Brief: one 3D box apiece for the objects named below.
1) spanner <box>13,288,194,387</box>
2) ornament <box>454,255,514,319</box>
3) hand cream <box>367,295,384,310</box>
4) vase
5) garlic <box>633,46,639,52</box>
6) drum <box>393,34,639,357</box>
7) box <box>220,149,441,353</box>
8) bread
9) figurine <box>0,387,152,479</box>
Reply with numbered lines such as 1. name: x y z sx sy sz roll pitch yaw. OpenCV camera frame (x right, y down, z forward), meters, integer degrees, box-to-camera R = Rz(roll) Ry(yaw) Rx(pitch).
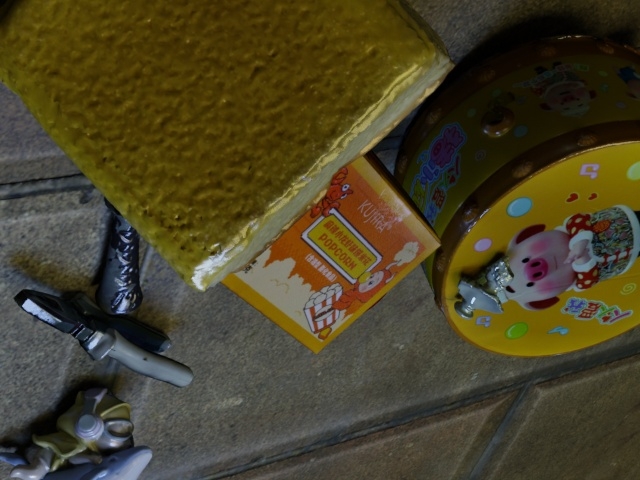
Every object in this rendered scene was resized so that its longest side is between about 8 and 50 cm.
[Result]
1. spanner: -0.262 0.114 1.629 0.040 0.095 0.325 -45 148 7
2. ornament: 0.207 0.064 1.686 0.092 0.041 0.068 -23 117 21
3. hand cream: 0.000 0.000 1.664 0.193 0.193 0.125 -40 149 1
4. vase: -0.232 0.012 1.571 0.059 0.059 0.167 -18 141 -30
5. garlic: 0.399 -0.181 1.924 0.217 0.110 0.228 -15 138 -17
6. drum: 0.322 -0.049 1.799 0.431 0.214 0.431 -10 137 -10
7. box: -0.052 -0.067 1.468 0.214 0.259 0.283 -44 147 3
8. bread: -0.099 -0.176 1.225 0.323 0.333 0.143 -42 177 6
9. figurine: -0.322 0.283 1.748 0.208 0.183 0.128 -1 154 9
